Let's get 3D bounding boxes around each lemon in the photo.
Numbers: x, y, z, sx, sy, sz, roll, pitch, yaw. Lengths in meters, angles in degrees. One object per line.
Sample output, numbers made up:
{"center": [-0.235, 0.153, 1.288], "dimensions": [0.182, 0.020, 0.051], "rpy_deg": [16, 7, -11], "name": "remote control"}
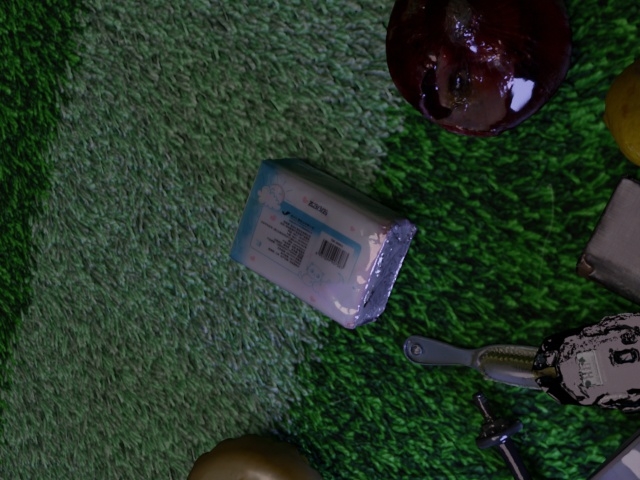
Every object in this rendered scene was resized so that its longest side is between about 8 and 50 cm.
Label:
{"center": [0.469, -0.170, 1.214], "dimensions": [0.207, 0.170, 0.170], "rpy_deg": [-23, 87, 41], "name": "lemon"}

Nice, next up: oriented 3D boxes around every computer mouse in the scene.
{"center": [0.425, 0.174, 1.356], "dimensions": [0.242, 0.077, 0.146], "rpy_deg": [-12, 91, 24], "name": "computer mouse"}

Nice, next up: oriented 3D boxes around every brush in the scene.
{"center": [0.255, 0.195, 1.486], "dimensions": [0.297, 0.060, 0.068], "rpy_deg": [4, 105, 32], "name": "brush"}

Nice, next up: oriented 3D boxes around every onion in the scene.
{"center": [0.214, -0.280, 1.337], "dimensions": [0.272, 0.195, 0.272], "rpy_deg": [2, 96, 24], "name": "onion"}

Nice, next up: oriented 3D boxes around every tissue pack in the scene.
{"center": [0.001, -0.002, 1.571], "dimensions": [0.271, 0.124, 0.201], "rpy_deg": [30, 115, 25], "name": "tissue pack"}

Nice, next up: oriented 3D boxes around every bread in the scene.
{"center": [-0.115, 0.504, 1.728], "dimensions": [0.333, 0.160, 0.333], "rpy_deg": [6, 101, 31], "name": "bread"}

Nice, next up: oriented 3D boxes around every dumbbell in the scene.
{"center": [0.306, 0.351, 1.474], "dimensions": [0.082, 0.081, 0.254], "rpy_deg": [-33, 82, 33], "name": "dumbbell"}

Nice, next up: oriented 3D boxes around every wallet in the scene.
{"center": [0.523, 0.047, 1.292], "dimensions": [0.317, 0.044, 0.169], "rpy_deg": [30, 113, 23], "name": "wallet"}

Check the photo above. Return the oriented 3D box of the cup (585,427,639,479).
{"center": [0.544, 0.397, 1.227], "dimensions": [0.371, 0.253, 0.253], "rpy_deg": [47, 120, 17], "name": "cup"}
